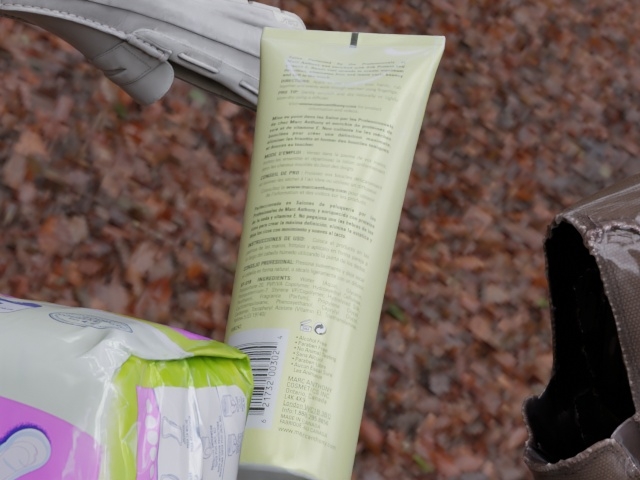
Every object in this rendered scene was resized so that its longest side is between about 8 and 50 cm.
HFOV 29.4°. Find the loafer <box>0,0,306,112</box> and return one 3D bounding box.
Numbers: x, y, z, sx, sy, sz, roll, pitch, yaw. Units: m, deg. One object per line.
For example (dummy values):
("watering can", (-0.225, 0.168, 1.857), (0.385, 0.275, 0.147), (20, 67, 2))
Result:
("loafer", (-0.155, -0.176, 1.083), (0.319, 0.112, 0.112), (8, 5, -31))

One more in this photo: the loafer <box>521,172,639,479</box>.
("loafer", (0.170, 0.135, 0.724), (0.130, 0.366, 0.134), (-1, 4, -21))

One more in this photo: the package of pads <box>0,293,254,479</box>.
("package of pads", (-0.151, 0.160, 0.414), (0.229, 0.297, 0.101), (9, -3, 24))

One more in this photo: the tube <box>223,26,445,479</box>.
("tube", (0.000, 0.000, 0.549), (0.070, 0.062, 0.240), (24, 58, -26))
